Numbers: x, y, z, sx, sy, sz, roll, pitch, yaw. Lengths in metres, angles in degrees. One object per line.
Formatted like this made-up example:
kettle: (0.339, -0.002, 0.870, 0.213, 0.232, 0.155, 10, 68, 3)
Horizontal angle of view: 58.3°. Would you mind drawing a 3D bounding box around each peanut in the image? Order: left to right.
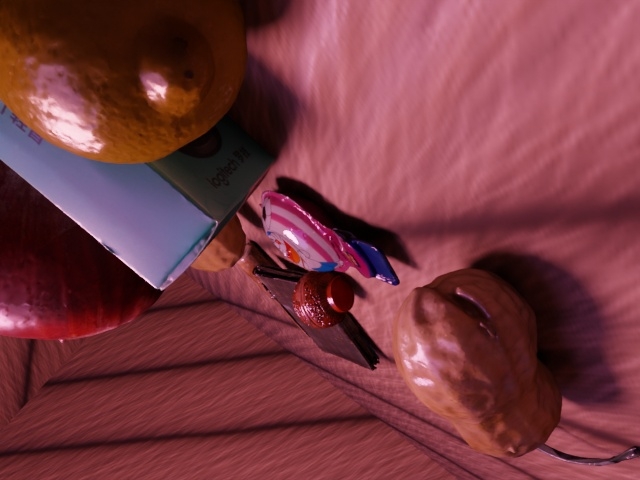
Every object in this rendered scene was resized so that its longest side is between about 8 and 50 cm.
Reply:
peanut: (-0.233, -0.070, 0.956, 0.148, 0.147, 0.319, 25, 155, 44)
peanut: (0.167, 0.135, 0.590, 0.149, 0.149, 0.313, 24, 163, 47)

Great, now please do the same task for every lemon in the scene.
lemon: (-0.161, -0.155, 0.433, 0.248, 0.184, 0.184, 38, 166, 31)

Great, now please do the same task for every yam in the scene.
yam: (-0.084, 0.114, 1.282, 0.066, 0.066, 0.299, 19, 154, 53)

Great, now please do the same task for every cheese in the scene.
cheese: (0.000, 0.000, 0.735, 0.244, 0.062, 0.155, 24, 157, 45)

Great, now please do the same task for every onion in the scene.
onion: (-0.354, -0.024, 0.744, 0.341, 0.341, 0.341, 37, 165, 11)

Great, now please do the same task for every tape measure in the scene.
tape measure: (0.255, 0.242, 0.782, 0.164, 0.084, 0.330, 40, 168, -18)

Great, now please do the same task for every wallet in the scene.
wallet: (-0.001, 0.161, 1.199, 0.169, 0.044, 0.317, 9, 146, 40)

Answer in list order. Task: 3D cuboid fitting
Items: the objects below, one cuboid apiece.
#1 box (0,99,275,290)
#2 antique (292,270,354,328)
box: (-0.216, -0.122, 0.609, 0.311, 0.118, 0.205, 42, -154, -9)
antique: (0.001, 0.096, 0.945, 0.104, 0.104, 0.104, 37, 165, 11)
